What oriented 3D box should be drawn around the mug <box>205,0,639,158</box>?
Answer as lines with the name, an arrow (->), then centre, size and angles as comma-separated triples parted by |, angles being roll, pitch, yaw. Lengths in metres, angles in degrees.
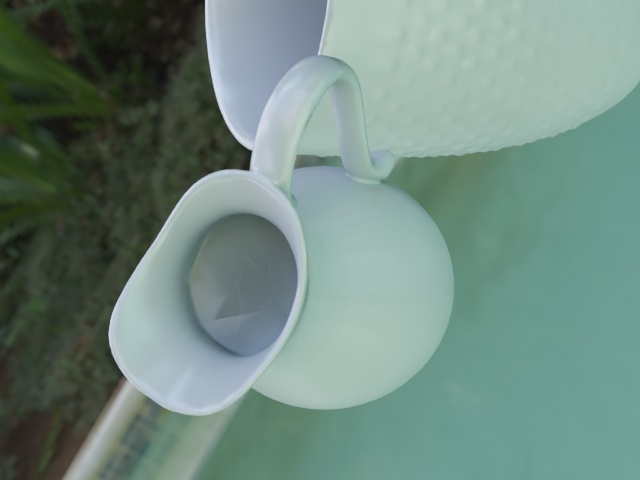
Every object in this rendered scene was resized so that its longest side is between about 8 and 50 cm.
mug -> 0.123, -0.217, 1.475 | 0.374, 0.328, 0.276 | 145, 123, -62

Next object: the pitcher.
pitcher -> 0.000, 0.000, 0.915 | 0.178, 0.125, 0.207 | -64, -22, 9
